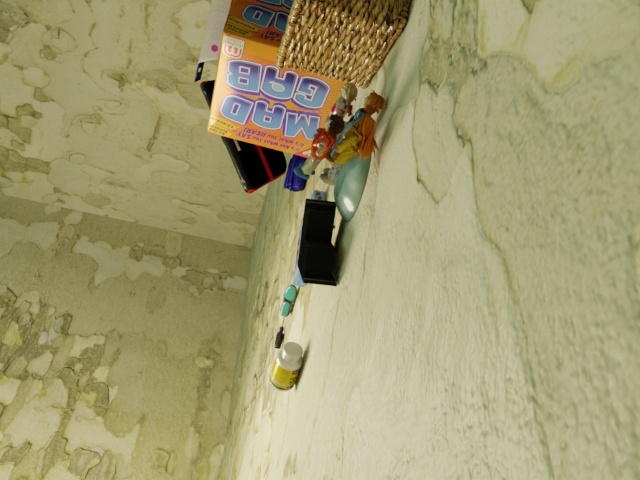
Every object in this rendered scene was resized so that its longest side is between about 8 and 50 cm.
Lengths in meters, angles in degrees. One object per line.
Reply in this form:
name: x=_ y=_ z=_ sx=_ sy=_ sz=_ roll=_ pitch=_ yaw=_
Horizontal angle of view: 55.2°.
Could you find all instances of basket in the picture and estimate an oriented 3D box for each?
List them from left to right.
basket: x=0.046 y=-0.492 z=1.286 sx=0.299 sy=0.223 sz=0.214 roll=134 pitch=148 yaw=-74

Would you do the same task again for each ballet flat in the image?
ballet flat: x=-0.090 y=0.169 z=1.778 sx=0.041 sy=0.041 sz=0.114 roll=-94 pitch=21 yaw=-60

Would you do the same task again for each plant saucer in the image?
plant saucer: x=0.060 y=-0.136 z=1.297 sx=0.195 sy=0.037 sz=0.195 roll=-168 pitch=90 yaw=-80

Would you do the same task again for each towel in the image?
towel: x=-0.074 y=-0.329 z=2.207 sx=0.227 sy=0.076 sz=0.308 roll=-166 pitch=88 yaw=-80

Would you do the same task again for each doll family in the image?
doll family: x=0.058 y=-0.210 z=1.189 sx=0.163 sy=0.118 sz=0.263 roll=-53 pitch=11 yaw=35

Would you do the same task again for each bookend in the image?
bookend: x=0.000 y=0.000 z=1.307 sx=0.156 sy=0.072 sz=0.157 roll=-122 pitch=39 yaw=-78

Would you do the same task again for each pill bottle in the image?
pill bottle: x=-0.079 y=0.298 z=1.455 sx=0.065 sy=0.065 sz=0.116 roll=-91 pitch=16 yaw=-55

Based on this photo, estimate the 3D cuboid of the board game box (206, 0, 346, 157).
board game box: x=-0.114 y=-0.524 z=1.839 sx=0.356 sy=0.356 sz=0.356 roll=113 pitch=167 yaw=-48

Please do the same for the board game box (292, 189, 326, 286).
board game box: x=-0.030 y=-0.006 z=1.642 sx=0.160 sy=0.039 sz=0.211 roll=116 pitch=163 yaw=-52

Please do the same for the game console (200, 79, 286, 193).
game console: x=-0.256 y=-0.373 z=2.104 sx=0.387 sy=0.060 sz=0.342 roll=67 pitch=-154 yaw=-10

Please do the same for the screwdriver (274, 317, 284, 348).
screwdriver: x=-0.115 y=0.249 z=1.865 sx=0.025 sy=0.024 sz=0.170 roll=61 pitch=-146 yaw=-57

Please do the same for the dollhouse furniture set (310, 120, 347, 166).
dollhouse furniture set: x=0.055 y=-0.236 z=1.544 sx=0.114 sy=0.091 sz=0.081 roll=-56 pitch=-34 yaw=-4

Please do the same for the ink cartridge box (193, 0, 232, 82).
ink cartridge box: x=-0.298 y=-0.644 z=1.801 sx=0.176 sy=0.069 sz=0.371 roll=-106 pitch=33 yaw=-72
